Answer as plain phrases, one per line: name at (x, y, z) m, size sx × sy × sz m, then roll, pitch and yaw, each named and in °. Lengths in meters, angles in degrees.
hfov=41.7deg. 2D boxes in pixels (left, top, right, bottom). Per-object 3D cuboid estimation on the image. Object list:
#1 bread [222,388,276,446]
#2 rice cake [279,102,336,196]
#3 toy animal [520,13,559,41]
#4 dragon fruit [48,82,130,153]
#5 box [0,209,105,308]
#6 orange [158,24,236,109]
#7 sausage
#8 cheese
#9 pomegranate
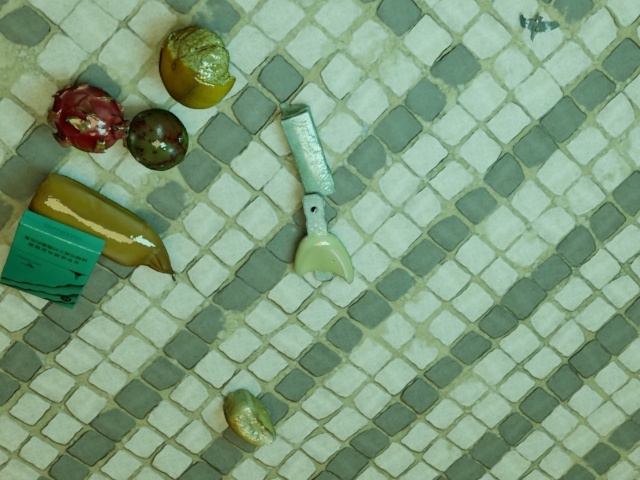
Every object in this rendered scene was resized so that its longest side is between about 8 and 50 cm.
bread at (-0.162, 0.402, 1.887) m, size 0.082 × 0.106 × 0.125 m, roll -34°, pitch 110°, yaw 6°
rice cake at (-0.024, -0.178, 1.687) m, size 0.069 × 0.063 × 0.206 m, roll -14°, pitch 114°, yaw 6°
toy animal at (0.429, -0.418, 1.667) m, size 0.084 × 0.028 × 0.050 m, roll 12°, pitch 102°, yaw -11°
dragon fruit at (-0.429, -0.222, 1.577) m, size 0.166 × 0.136 × 0.133 m, roll 21°, pitch 144°, yaw 17°
box at (-0.536, 0.043, 1.667) m, size 0.161 × 0.042 × 0.226 m, roll 24°, pitch 138°, yaw -15°
orange at (-0.225, -0.322, 1.561) m, size 0.156 × 0.134 × 0.156 m, roll 7°, pitch 102°, yaw 34°
sausage at (-0.420, -0.019, 1.679) m, size 0.328 × 0.112 × 0.112 m, roll 31°, pitch 105°, yaw -19°
cheese at (0.000, -0.001, 1.751) m, size 0.127 × 0.050 × 0.235 m, roll -4°, pitch 129°, yaw 3°
pomegranate at (-0.317, -0.189, 1.614) m, size 0.130 × 0.130 × 0.130 m, roll -3°, pitch 113°, yaw -6°
